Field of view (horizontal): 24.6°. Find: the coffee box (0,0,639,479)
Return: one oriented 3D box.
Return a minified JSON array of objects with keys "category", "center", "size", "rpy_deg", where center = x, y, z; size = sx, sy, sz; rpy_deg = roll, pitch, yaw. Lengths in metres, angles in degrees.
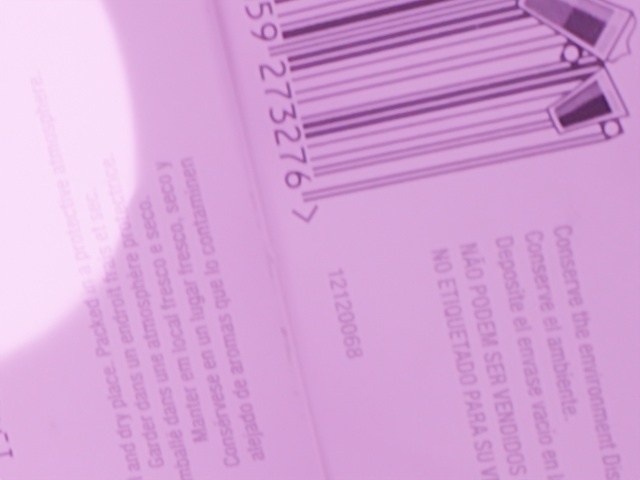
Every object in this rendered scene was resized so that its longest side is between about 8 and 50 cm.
[{"category":"coffee box","center":[0.000,0.000,0.584],"size":[0.334,0.338,0.337],"rpy_deg":[-38,-63,-74]}]
